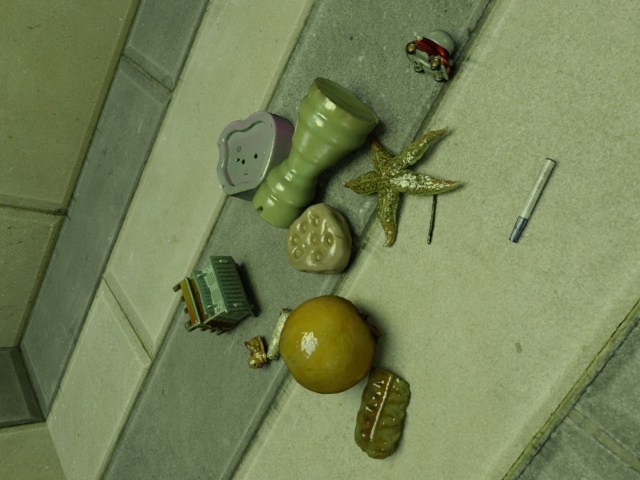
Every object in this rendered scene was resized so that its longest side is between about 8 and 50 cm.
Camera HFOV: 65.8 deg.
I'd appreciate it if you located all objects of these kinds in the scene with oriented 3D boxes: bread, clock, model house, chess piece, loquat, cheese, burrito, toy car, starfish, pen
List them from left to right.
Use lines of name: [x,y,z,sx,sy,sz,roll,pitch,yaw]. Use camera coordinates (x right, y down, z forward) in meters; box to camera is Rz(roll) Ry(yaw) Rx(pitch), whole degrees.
model house: [-0.359,0.201,1.733,0.215,0.198,0.224,-35,60,19]
clock: [-0.238,-0.310,1.764,0.339,0.102,0.338,-8,78,41]
burrito: [-0.133,0.309,1.621,0.045,0.041,0.185,24,98,24]
chess piece: [-0.038,-0.246,1.502,0.442,0.234,0.234,-53,53,27]
cheese: [0.000,0.000,1.494,0.235,0.117,0.218,27,100,39]
loquat: [0.028,0.277,1.339,0.275,0.275,0.274,-7,79,41]
bread: [0.157,0.459,1.312,0.128,0.088,0.231,11,86,35]
starfish: [0.204,-0.192,1.365,0.358,0.078,0.347,-55,46,26]
toy car: [0.305,-0.500,1.313,0.139,0.112,0.112,42,96,27]
pen: [0.484,-0.089,1.135,0.025,0.025,0.204,31,105,40]

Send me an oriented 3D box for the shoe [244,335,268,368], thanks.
shoe: [-0.216,0.378,1.667,0.069,0.072,0.109,-16,75,-1]

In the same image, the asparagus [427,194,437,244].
asparagus: [0.296,-0.071,1.308,0.016,0.013,0.166,8,89,10]
